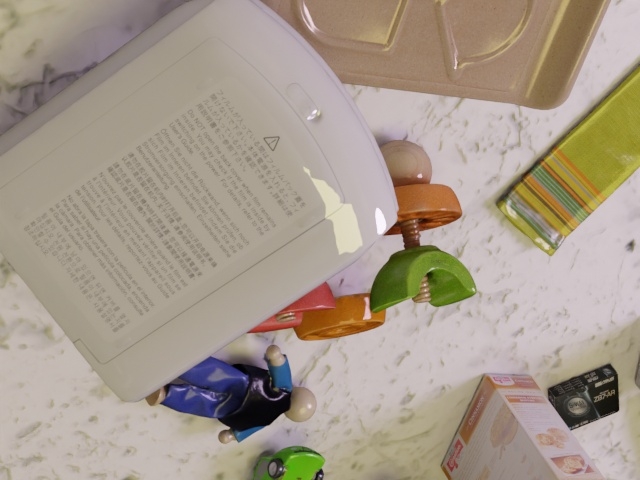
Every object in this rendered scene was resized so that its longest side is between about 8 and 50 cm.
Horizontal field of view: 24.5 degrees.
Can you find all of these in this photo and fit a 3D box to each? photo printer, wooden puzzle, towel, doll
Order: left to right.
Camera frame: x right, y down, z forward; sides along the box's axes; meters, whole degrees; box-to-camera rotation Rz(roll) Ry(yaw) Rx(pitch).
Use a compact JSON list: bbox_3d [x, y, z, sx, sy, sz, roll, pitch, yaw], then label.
[{"bbox_3d":[-0.108,-0.042,1.218,0.307,0.107,0.256,-34,102,16],"label":"photo printer"},{"bbox_3d":[-0.080,0.153,1.501,0.189,0.046,0.129,19,115,-34],"label":"doll"},{"bbox_3d":[0.100,-0.280,1.250,0.348,0.080,0.322,7,121,-23],"label":"wooden puzzle"},{"bbox_3d":[0.292,-0.090,1.511,0.237,0.021,0.102,-45,131,11],"label":"towel"}]

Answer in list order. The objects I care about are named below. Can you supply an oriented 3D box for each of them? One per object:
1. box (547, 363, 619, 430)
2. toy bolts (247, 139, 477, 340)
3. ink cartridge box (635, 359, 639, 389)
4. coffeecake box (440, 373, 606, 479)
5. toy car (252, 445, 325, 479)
[{"bbox_3d":[0.308,0.187,1.725,0.083,0.018,0.067,-20,130,-11],"label":"box"},{"bbox_3d":[0.000,0.000,1.403,0.228,0.158,0.218,-2,166,-35],"label":"toy bolts"},{"bbox_3d":[0.435,0.180,1.653,0.062,0.209,0.109,-9,128,-16],"label":"ink cartridge box"},{"bbox_3d":[0.221,0.259,1.628,0.068,0.185,0.142,5,122,-28],"label":"coffeecake box"},{"bbox_3d":[-0.065,0.304,1.617,0.239,0.053,0.225,13,117,-33],"label":"toy car"}]
